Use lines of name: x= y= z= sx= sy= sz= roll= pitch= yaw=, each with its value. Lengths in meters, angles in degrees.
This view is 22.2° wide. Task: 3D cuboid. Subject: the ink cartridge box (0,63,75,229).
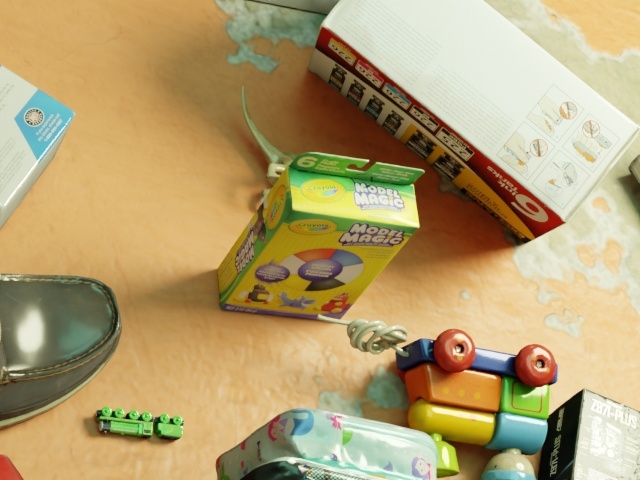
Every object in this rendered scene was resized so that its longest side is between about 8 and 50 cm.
ink cartridge box: x=-0.347 y=-0.106 z=1.507 sx=0.190 sy=0.082 sz=0.139 roll=32 pitch=52 yaw=-3

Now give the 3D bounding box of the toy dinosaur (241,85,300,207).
toy dinosaur: x=-0.034 y=-0.067 z=1.665 sx=0.183 sy=0.053 sz=0.092 roll=40 pitch=36 yaw=-8

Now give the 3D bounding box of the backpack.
backpack: x=0.022 y=0.258 z=1.375 sx=0.253 sy=0.225 sz=0.191 roll=19 pitch=59 yaw=-19

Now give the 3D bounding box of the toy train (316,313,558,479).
toy train: x=0.104 y=0.162 z=1.558 sx=0.248 sy=0.105 sz=0.143 roll=11 pitch=70 yaw=-19

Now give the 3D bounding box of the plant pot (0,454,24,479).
plant pot: x=-0.274 y=0.282 z=1.238 sx=0.191 sy=0.191 sz=0.174 roll=-29 pitch=79 yaw=-36

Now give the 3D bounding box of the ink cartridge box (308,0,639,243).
ink cartridge box: x=0.147 y=-0.144 z=1.709 sx=0.309 sy=0.272 sz=0.130 roll=39 pitch=83 yaw=1

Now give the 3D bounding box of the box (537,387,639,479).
box: x=0.308 y=0.252 z=1.605 sx=0.180 sy=0.077 sz=0.147 roll=23 pitch=54 yaw=-12

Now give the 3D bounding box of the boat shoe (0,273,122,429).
boat shoe: x=-0.322 y=0.090 z=1.368 sx=0.355 sy=0.130 sz=0.132 roll=-13 pitch=67 yaw=-31

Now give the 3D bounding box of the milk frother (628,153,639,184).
milk frother: x=0.443 y=-0.050 z=1.857 sx=0.135 sy=0.129 sz=0.143 roll=65 pitch=14 yaw=19

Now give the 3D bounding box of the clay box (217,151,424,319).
clay box: x=0.000 y=0.000 z=1.520 sx=0.127 sy=0.222 sz=0.053 roll=7 pitch=58 yaw=-21

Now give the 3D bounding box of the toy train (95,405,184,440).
toy train: x=-0.163 y=0.166 z=1.471 sx=0.083 sy=0.017 sz=0.024 roll=9 pitch=68 yaw=-21

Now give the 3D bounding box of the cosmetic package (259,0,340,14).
cosmetic package: x=-0.087 y=-0.379 z=1.672 sx=0.377 sy=0.284 sz=0.097 roll=8 pitch=58 yaw=-22
